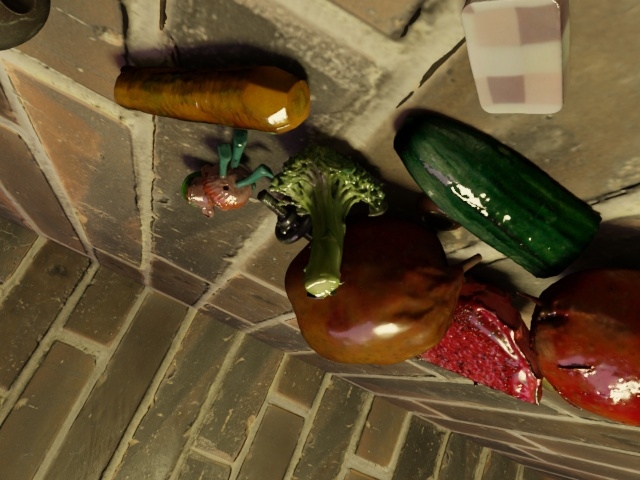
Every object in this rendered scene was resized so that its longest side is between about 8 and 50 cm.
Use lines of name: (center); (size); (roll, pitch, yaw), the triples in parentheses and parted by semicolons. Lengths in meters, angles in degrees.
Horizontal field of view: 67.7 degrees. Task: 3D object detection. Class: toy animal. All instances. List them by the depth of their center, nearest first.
toy animal: (-0.135, -0.087, 0.702); (0.103, 0.100, 0.208); (-10, 173, -30)

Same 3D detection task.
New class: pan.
pan: (0.151, -0.022, 0.616); (0.069, 0.023, 0.115); (18, 158, 12)

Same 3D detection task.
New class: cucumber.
cucumber: (0.173, -0.041, 0.504); (0.244, 0.063, 0.115); (31, 157, -15)

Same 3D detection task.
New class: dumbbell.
dumbbell: (0.000, 0.000, 0.752); (0.254, 0.081, 0.082); (37, 155, -31)

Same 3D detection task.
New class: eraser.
eraser: (0.144, -0.137, 0.348); (0.065, 0.026, 0.105); (13, 157, 33)

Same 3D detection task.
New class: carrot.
carrot: (-0.130, -0.162, 0.530); (0.260, 0.070, 0.070); (14, 157, 30)

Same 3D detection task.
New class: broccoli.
broccoli: (0.006, -0.023, 0.539); (0.118, 0.204, 0.122); (-32, 127, 27)

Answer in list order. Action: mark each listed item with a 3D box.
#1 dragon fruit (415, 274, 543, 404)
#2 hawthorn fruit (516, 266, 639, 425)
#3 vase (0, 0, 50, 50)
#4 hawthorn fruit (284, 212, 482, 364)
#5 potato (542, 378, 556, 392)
dragon fruit: (0.229, 0.133, 0.756); (0.262, 0.162, 0.189); (12, -175, 36)
hawthorn fruit: (0.301, 0.105, 0.521); (0.235, 0.181, 0.181); (18, 161, -15)
vase: (-0.314, -0.264, 0.427); (0.120, 0.120, 0.183); (27, 144, -8)
hawthorn fruit: (0.084, 0.054, 0.616); (0.248, 0.208, 0.208); (-18, 136, 40)
potato: (0.401, 0.239, 0.911); (0.138, 0.070, 0.091); (17, 157, 13)
